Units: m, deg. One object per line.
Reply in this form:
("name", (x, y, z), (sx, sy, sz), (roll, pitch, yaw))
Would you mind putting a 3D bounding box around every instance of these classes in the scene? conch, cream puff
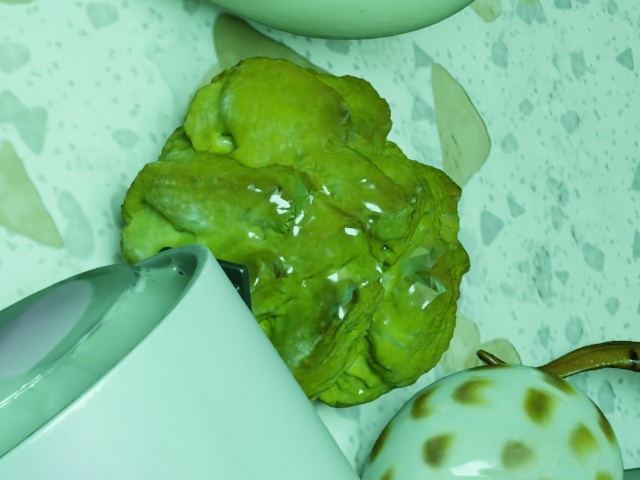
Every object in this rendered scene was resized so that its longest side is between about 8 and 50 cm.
("conch", (0.124, 0.173, 0.856), (0.275, 0.183, 0.149), (-6, 35, -37))
("cream puff", (-0.011, 0.000, 0.800), (0.244, 0.196, 0.244), (6, 57, -9))

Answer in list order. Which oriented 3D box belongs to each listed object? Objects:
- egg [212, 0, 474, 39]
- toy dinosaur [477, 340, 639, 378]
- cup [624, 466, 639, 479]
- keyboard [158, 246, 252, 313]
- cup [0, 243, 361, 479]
("egg", (-0.008, -0.280, 0.814), (0.345, 0.283, 0.283), (39, 55, -28))
("toy dinosaur", (0.356, 0.120, 1.045), (0.208, 0.432, 0.097), (-31, 121, -79))
("cup", (0.348, 0.253, 0.894), (0.323, 0.327, 0.237), (-37, 100, -42))
("keyboard", (-0.060, 0.099, 0.726), (0.013, 0.061, 0.204), (-38, 132, -48))
("cup", (-0.071, 0.202, 0.622), (0.371, 0.253, 0.253), (55, 50, -13))
